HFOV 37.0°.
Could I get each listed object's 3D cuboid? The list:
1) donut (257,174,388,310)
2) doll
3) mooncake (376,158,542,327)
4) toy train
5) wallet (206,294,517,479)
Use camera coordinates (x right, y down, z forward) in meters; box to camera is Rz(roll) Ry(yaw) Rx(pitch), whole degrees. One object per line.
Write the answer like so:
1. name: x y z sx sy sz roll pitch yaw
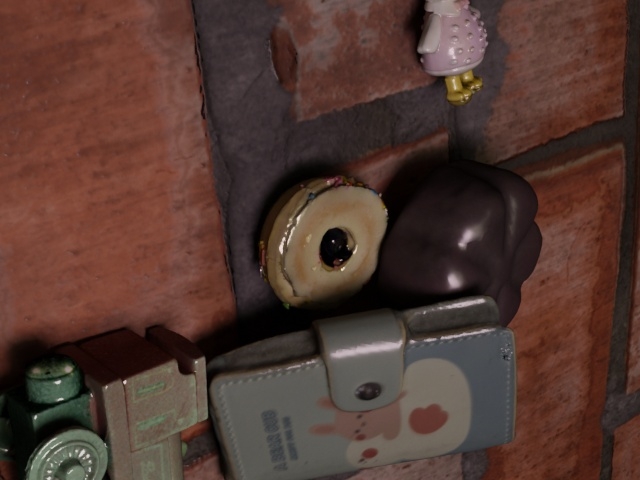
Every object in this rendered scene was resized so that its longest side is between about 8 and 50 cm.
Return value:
1. donut: 0.000 0.000 1.120 0.174 0.068 0.174 -17 120 -33
2. doll: 0.148 -0.263 1.113 0.129 0.081 0.207 -42 128 -39
3. mooncake: 0.174 0.022 1.190 0.245 0.133 0.245 -28 128 -43
4. toy train: -0.226 0.248 1.010 0.221 0.150 0.304 -16 116 -38
5. wallet: 0.048 0.182 1.116 0.360 0.083 0.252 -10 130 -3
